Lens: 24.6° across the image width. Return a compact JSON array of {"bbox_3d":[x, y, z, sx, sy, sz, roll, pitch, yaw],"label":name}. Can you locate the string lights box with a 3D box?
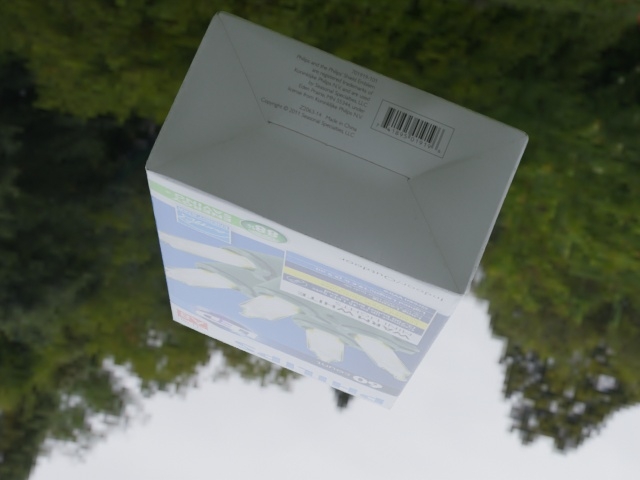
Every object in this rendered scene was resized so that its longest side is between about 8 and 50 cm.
[{"bbox_3d":[0.000,0.000,0.680,0.133,0.077,0.260,22,164,3],"label":"string lights box"}]
